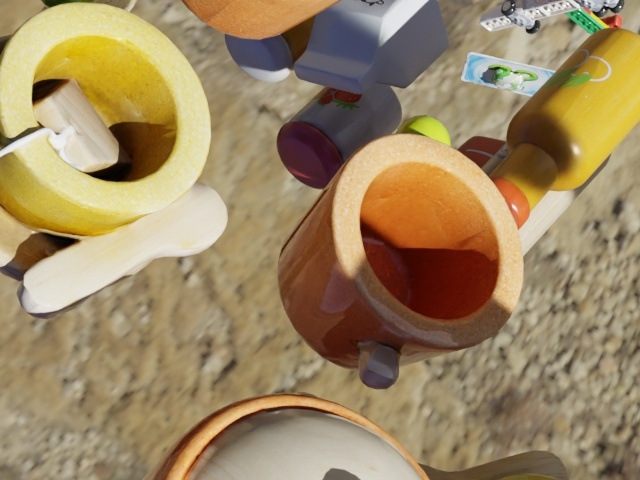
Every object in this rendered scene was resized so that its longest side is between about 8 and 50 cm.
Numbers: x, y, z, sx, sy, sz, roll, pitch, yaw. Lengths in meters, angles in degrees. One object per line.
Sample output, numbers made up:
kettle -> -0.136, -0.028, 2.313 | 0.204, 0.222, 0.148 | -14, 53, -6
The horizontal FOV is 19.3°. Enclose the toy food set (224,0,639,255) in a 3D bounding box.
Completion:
toy food set -> 0.035, -0.044, 0.845 | 0.232, 0.104, 0.111 | 18, 141, 38

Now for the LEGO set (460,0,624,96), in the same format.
LEGO set -> 0.131, -0.173, 1.397 | 0.244, 0.182, 0.060 | 13, 69, 2

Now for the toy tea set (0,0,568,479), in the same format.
toy tea set -> 0.000, 0.000, 0.556 | 0.124, 0.200, 0.336 | -35, 69, 52

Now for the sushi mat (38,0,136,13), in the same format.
sushi mat -> -0.163, -0.135, 1.231 | 0.019, 0.316, 0.151 | 25, 130, -1
